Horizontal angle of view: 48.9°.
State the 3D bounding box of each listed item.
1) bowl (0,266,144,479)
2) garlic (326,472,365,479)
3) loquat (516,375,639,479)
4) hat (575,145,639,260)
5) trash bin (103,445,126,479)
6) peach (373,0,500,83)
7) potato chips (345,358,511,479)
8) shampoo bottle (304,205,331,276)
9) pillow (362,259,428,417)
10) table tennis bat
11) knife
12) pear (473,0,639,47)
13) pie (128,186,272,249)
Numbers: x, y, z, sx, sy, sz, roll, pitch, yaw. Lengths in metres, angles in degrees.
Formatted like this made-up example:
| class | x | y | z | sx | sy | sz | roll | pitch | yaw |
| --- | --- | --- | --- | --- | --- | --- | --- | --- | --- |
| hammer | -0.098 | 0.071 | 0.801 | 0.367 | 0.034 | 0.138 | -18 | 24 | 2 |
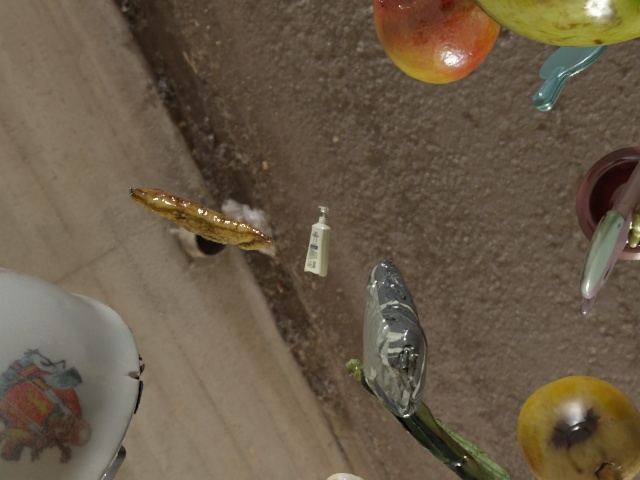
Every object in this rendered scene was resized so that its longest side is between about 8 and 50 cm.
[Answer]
| class | x | y | z | sx | sy | sz | roll | pitch | yaw |
| --- | --- | --- | --- | --- | --- | --- | --- | --- | --- |
| bowl | -0.342 | 0.124 | 0.587 | 0.345 | 0.345 | 0.157 | 22 | 147 | 40 |
| garlic | 0.065 | 0.465 | 1.149 | 0.174 | 0.124 | 0.099 | 43 | -178 | -7 |
| loquat | 0.320 | 0.240 | 0.869 | 0.137 | 0.163 | 0.163 | 35 | 153 | -21 |
| hat | 0.568 | -0.067 | 1.275 | 0.205 | 0.089 | 0.206 | 0 | 90 | 27 |
| trash bin | -0.463 | 0.347 | 1.186 | 0.165 | 0.115 | 0.225 | 27 | 177 | 34 |
| peach | 0.196 | -0.388 | 1.193 | 0.231 | 0.231 | 0.231 | 32 | 141 | 31 |
| potato chips | 0.223 | 0.367 | 1.374 | 0.429 | 0.070 | 0.358 | 39 | 177 | 9 |
| shampoo bottle | 0.000 | 0.000 | 1.433 | 0.049 | 0.034 | 0.141 | 17 | 101 | 46 |
| pillow | 0.119 | 0.149 | 1.164 | 0.092 | 0.335 | 0.162 | 6 | 113 | -3 |
| table tennis bat | 0.410 | -0.288 | 1.180 | 0.033 | 0.201 | 0.124 | 48 | 152 | -20 |
| knife | 0.385 | -0.078 | 0.813 | 0.038 | 0.399 | 0.132 | 23 | 147 | 27 |
| pear | 0.242 | -0.313 | 0.620 | 0.283 | 0.283 | 0.284 | 32 | 141 | 31 |
| pie | -0.122 | -0.020 | 0.749 | 0.169 | 0.034 | 0.092 | 21 | 170 | 10 |
